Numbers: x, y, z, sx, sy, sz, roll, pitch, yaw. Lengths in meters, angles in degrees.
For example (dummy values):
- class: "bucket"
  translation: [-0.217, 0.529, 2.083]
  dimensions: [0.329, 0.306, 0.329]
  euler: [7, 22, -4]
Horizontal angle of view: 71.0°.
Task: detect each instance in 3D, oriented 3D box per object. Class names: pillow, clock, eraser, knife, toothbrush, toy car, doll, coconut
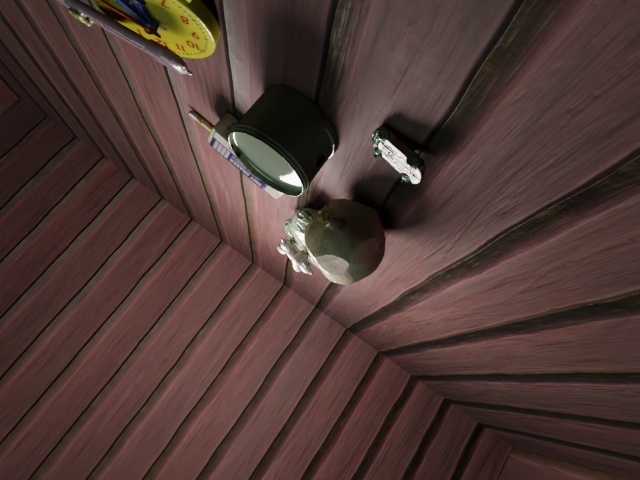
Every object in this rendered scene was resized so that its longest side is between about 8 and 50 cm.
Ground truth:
- class: "pillow"
  translation: [0.000, 0.000, 1.525]
  dimensions: [0.283, 0.138, 0.310]
  euler: [39, 165, -3]
- class: "clock"
  translation: [-0.357, -0.477, 0.955]
  dimensions: [0.276, 0.071, 0.293]
  euler: [18, 175, 2]
- class: "eraser"
  translation: [-0.205, -0.251, 1.361]
  dimensions: [0.279, 0.081, 0.124]
  euler: [40, 161, -12]
- class: "knife"
  translation: [-0.464, -0.471, 0.995]
  dimensions: [0.398, 0.038, 0.132]
  euler: [30, -176, 6]
- class: "toothbrush"
  translation: [-0.311, -0.326, 1.467]
  dimensions: [0.288, 0.021, 0.024]
  euler: [40, 151, -11]
- class: "toy car"
  translation: [0.162, -0.177, 0.917]
  dimensions: [0.142, 0.055, 0.069]
  euler: [46, 164, 15]
- class: "doll"
  translation: [-0.083, 0.056, 1.543]
  dimensions: [0.161, 0.059, 0.160]
  euler: [50, 170, 1]
- class: "coconut"
  translation: [0.070, -0.005, 1.251]
  dimensions: [0.227, 0.227, 0.230]
  euler: [27, 160, 25]

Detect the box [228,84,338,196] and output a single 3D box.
- class: "box"
  translation: [-0.089, -0.234, 1.082]
  dimensions: [0.226, 0.149, 0.226]
  euler: [32, 163, 11]
